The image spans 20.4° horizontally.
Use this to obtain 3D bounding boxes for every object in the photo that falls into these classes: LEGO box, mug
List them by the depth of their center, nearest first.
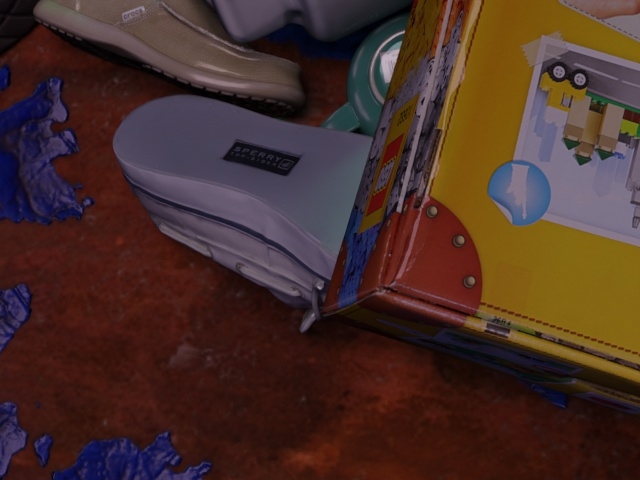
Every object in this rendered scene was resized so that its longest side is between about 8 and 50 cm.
[{"bbox_3d":[0.302,-0.053,1.236,0.500,0.193,0.372,18,80,-8],"label":"LEGO box"},{"bbox_3d":[0.079,-0.113,1.462,0.129,0.097,0.158,31,85,20],"label":"mug"}]

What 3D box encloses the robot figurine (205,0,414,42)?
[{"bbox_3d":[0.056,-0.295,1.447,0.353,0.200,0.300,-26,39,-3],"label":"robot figurine"}]

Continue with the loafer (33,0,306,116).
[{"bbox_3d":[-0.125,-0.184,1.533,0.268,0.102,0.092,22,89,20],"label":"loafer"}]

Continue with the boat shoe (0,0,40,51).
[{"bbox_3d":[-0.300,-0.268,1.602,0.355,0.132,0.130,-33,60,-4],"label":"boat shoe"}]

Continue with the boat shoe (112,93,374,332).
[{"bbox_3d":[-0.006,0.005,1.436,0.367,0.156,0.136,18,53,30],"label":"boat shoe"}]
